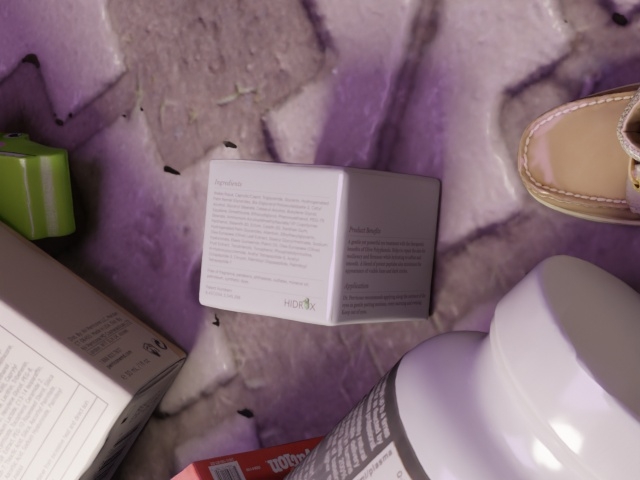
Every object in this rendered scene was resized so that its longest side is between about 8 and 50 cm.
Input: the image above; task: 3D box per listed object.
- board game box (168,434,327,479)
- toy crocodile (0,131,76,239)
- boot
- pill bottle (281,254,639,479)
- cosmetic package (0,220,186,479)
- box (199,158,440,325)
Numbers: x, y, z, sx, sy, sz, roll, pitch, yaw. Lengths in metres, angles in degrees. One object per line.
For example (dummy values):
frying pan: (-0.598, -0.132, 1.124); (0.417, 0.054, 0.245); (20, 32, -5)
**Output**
board game box: (-0.114, 0.204, 0.782); (0.281, 0.145, 0.027); (-40, 67, 30)
toy crocodile: (-0.313, -0.051, 0.967); (0.340, 0.105, 0.115); (4, 108, 34)
boot: (0.161, -0.046, 0.567); (0.213, 0.165, 0.077); (3, 90, 35)
pill bottle: (0.068, 0.147, 0.638); (0.278, 0.162, 0.162); (-48, 63, 26)
cosmetic package: (-0.266, 0.060, 0.838); (0.309, 0.113, 0.160); (36, 105, 6)
box: (0.000, 0.000, 0.727); (0.102, 0.101, 0.087); (7, 93, 36)
